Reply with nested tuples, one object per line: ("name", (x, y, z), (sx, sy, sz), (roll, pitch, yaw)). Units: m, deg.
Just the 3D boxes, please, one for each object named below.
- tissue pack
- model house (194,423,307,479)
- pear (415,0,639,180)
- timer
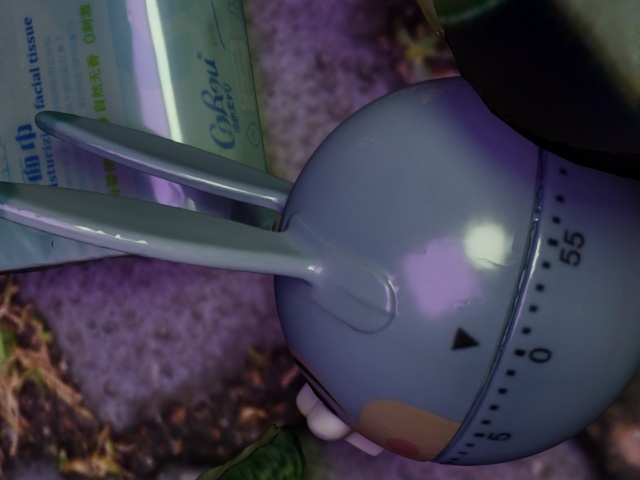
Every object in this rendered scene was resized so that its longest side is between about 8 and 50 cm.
("tissue pack", (-0.131, -0.118, 0.588), (0.177, 0.089, 0.263), (-8, 90, 25))
("model house", (-0.063, 0.225, 0.533), (0.214, 0.195, 0.189), (-36, 87, 24))
("pear", (0.160, -0.210, 0.377), (0.398, 0.165, 0.399), (-4, 85, 50))
("timer", (0.010, 0.018, 0.473), (0.255, 0.175, 0.175), (-7, 90, 0))
